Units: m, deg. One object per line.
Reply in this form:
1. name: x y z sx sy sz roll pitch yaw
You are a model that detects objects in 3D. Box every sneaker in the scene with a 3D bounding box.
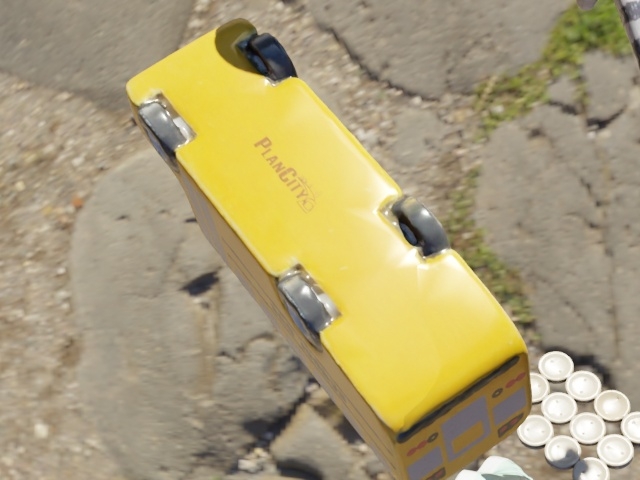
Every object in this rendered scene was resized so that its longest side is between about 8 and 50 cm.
1. sneaker: 0.231 0.305 1.759 0.151 0.256 0.094 18 91 16

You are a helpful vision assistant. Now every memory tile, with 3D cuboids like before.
1. memory tile: 0.258 0.183 1.635 0.113 0.012 0.148 -40 58 -21

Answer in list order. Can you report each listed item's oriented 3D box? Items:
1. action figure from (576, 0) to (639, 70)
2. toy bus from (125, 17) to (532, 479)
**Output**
1. action figure: 0.181 -0.293 1.280 0.341 0.178 0.330 -13 52 -15
2. toy bus: 0.000 0.000 1.070 0.108 0.130 0.332 -34 58 -10
